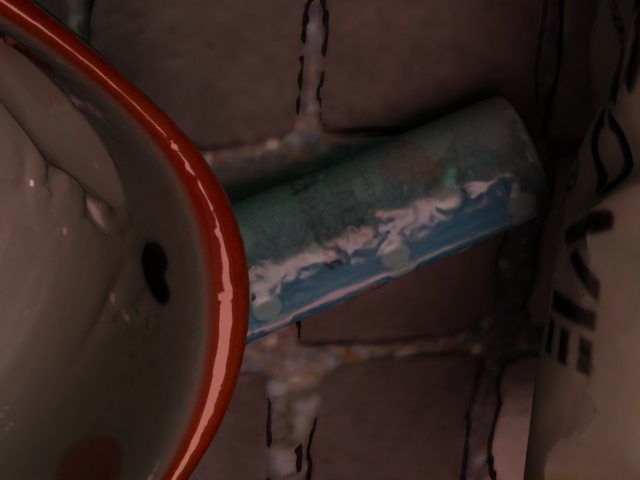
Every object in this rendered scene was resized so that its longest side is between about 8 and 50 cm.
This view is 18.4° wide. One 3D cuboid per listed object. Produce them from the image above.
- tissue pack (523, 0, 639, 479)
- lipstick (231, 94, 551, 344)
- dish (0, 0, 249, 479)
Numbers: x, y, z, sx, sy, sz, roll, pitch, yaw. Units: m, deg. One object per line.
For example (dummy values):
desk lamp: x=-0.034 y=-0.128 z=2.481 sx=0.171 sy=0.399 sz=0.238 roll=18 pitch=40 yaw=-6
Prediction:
tissue pack: x=0.239 y=-0.039 z=0.666 sx=0.390 sy=0.195 sz=0.375 roll=-3 pitch=105 yaw=-17
lipstick: x=0.000 y=0.000 z=0.682 sx=0.158 sy=0.048 sz=0.048 roll=-23 pitch=123 yaw=-5
dish: x=-0.159 y=0.015 z=0.586 sx=0.256 sy=0.117 sz=0.256 roll=-7 pitch=112 yaw=-19
